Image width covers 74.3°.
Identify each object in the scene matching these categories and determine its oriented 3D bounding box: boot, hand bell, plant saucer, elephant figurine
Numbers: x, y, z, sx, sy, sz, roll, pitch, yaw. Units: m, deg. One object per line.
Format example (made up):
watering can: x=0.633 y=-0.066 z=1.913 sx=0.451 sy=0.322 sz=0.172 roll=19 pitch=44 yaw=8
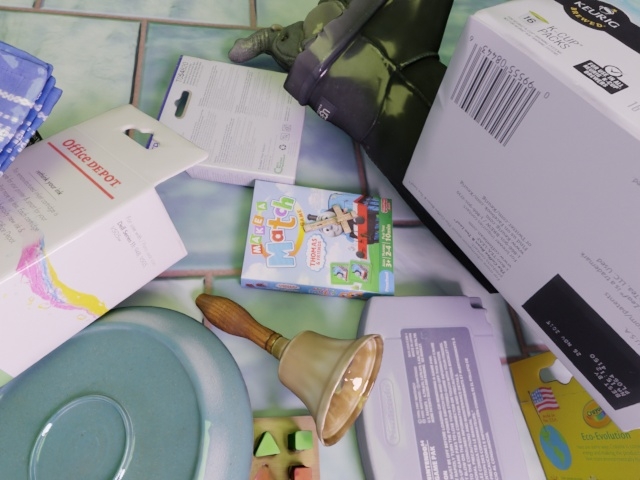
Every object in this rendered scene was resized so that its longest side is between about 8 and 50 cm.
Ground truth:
boot: x=0.227 y=-0.192 z=0.626 sx=0.445 sy=0.146 sz=0.367 roll=41 pitch=80 yaw=-4
hand bell: x=-0.062 y=0.119 z=0.502 sx=0.242 sy=0.126 sz=0.126 roll=21 pitch=59 yaw=27
plant saucer: x=-0.225 y=0.207 z=0.415 sx=0.318 sy=0.043 sz=0.317 roll=-5 pitch=60 yaw=8
elephant figurine: x=-0.003 y=-0.343 z=0.744 sx=0.239 sy=0.186 sz=0.169 roll=-49 pitch=124 yaw=-16

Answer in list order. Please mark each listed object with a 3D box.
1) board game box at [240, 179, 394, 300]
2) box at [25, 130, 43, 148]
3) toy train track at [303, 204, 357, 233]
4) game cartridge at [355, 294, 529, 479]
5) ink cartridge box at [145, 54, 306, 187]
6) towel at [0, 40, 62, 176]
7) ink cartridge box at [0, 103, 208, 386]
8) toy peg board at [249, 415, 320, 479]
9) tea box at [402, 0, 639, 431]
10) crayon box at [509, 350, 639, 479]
board game box: x=0.000 y=0.000 z=0.618 sx=0.212 sy=0.039 sz=0.160 roll=6 pitch=63 yaw=-7
box: x=-0.487 y=-0.099 z=0.461 sx=0.077 sy=0.242 sz=0.307 roll=26 pitch=63 yaw=3
toy train track: x=0.015 y=-0.029 z=0.604 sx=0.083 sy=0.014 sz=0.048 roll=-18 pitch=68 yaw=-18
game cartridge: x=0.141 y=0.214 z=0.531 sx=0.196 sy=0.060 sz=0.294 roll=3 pitch=63 yaw=-13
ink cartridge box: x=-0.138 y=-0.193 z=0.684 sx=0.224 sy=0.045 sz=0.223 roll=10 pitch=62 yaw=-5
towel: x=-0.405 y=-0.070 z=0.324 sx=0.243 sy=0.040 sz=0.335 roll=25 pitch=64 yaw=-16
ink cartridge box: x=-0.307 y=-0.006 z=0.481 sx=0.207 sy=0.119 sz=0.353 roll=33 pitch=59 yaw=30
toy peg board: x=-0.075 y=0.272 z=0.446 sx=0.161 sy=0.079 sz=0.160 roll=1 pitch=63 yaw=-10
tea box: x=0.324 y=-0.066 z=0.405 sx=0.324 sy=0.220 sz=0.329 roll=-25 pitch=63 yaw=-22
crayon box: x=0.345 y=0.269 z=0.457 sx=0.081 sy=0.202 sz=0.318 roll=-6 pitch=66 yaw=-14
